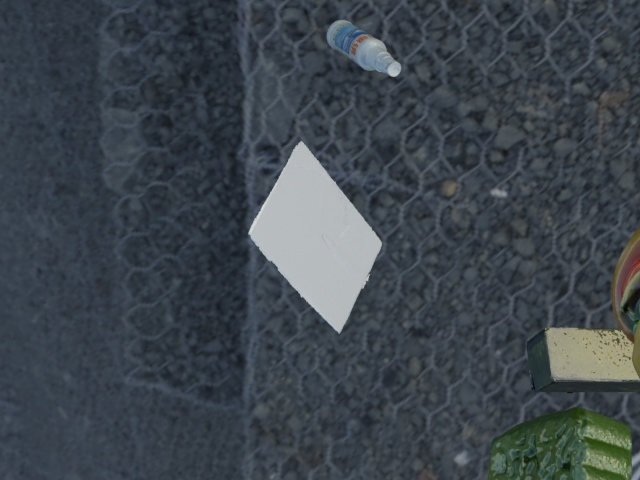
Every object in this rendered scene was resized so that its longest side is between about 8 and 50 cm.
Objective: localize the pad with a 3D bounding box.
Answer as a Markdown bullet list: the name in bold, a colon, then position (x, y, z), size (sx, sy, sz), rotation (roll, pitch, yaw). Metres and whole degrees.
- **pad**: position (0.000, 0.000, 1.485), size (0.004, 0.156, 0.232), rotation (3, 145, 40)

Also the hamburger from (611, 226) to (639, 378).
- **hamburger**: position (0.262, 0.041, 0.702), size (0.162, 0.115, 0.162), rotation (-2, 126, -3)

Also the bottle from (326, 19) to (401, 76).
- **bottle**: position (0.082, -0.337, 2.026), size (0.217, 0.060, 0.060), rotation (46, 134, 52)

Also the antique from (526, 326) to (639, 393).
- **antique**: position (0.421, 0.175, 1.659), size (0.080, 0.221, 0.081), rotation (119, 150, -69)

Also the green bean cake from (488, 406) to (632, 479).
- **green bean cake**: position (0.347, 0.374, 1.683), size (0.125, 0.222, 0.248), rotation (18, 156, -20)
